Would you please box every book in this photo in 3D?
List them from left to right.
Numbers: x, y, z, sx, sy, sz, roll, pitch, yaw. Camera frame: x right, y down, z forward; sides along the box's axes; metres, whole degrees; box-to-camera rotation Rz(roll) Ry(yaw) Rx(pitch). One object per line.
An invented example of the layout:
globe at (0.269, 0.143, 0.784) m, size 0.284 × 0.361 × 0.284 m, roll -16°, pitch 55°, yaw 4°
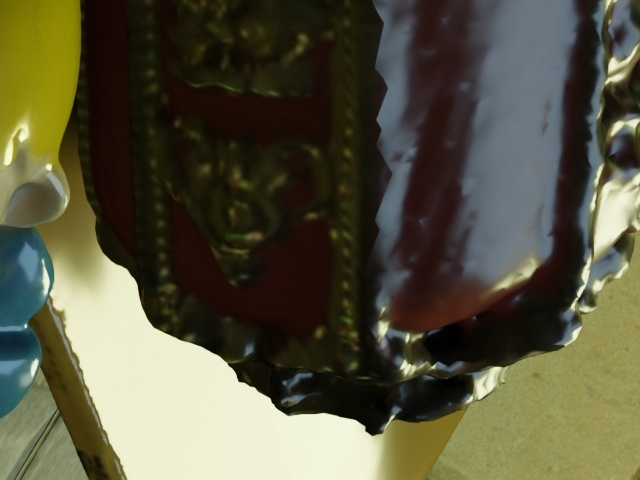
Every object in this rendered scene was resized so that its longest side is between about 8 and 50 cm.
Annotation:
book at (-0.014, -0.019, 0.739) m, size 0.269 × 0.032 × 0.389 m, roll -52°, pitch 143°, yaw -35°

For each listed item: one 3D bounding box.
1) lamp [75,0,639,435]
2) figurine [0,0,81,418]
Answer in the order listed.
lamp at (0.013, -0.087, 0.547) m, size 0.177 × 0.177 × 0.274 m, roll -46°, pitch 140°, yaw -54°
figurine at (-0.134, -0.002, 0.401) m, size 0.185 × 0.127 × 0.234 m, roll -32°, pitch 162°, yaw -54°
